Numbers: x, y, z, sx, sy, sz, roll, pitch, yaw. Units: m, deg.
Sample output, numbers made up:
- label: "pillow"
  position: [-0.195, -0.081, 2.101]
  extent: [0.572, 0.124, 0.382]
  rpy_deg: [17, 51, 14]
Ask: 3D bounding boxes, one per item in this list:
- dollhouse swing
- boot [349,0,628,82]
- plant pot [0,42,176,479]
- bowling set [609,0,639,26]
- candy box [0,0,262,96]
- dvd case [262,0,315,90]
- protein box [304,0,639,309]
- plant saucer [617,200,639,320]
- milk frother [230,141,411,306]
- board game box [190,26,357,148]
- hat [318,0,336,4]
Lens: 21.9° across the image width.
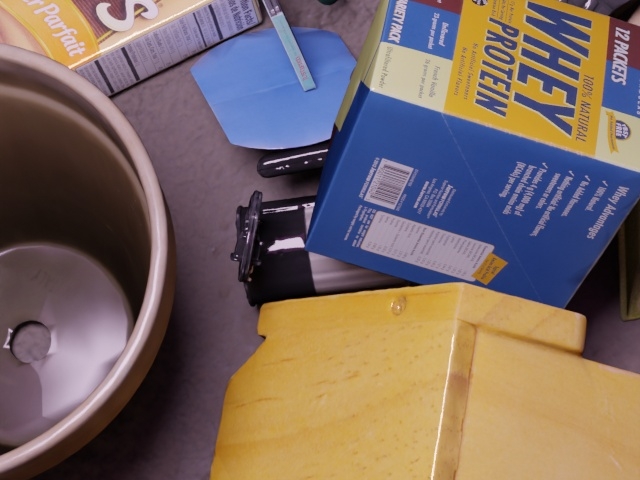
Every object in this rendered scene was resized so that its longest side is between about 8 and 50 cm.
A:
- label: "dollhouse swing"
  position: [0.121, 0.243, 1.275]
  extent: [0.315, 0.305, 0.346]
  rpy_deg: [-8, 68, 47]
- label: "boot"
  position: [0.180, -0.220, 1.344]
  extent: [0.338, 0.222, 0.118]
  rpy_deg: [-32, 109, 21]
- label: "plant pot"
  position: [-0.250, 0.047, 1.253]
  extent: [0.323, 0.280, 0.323]
  rpy_deg: [-2, 74, 6]
- label: "bowling set"
  position: [0.306, -0.125, 1.310]
  extent: [0.154, 0.287, 0.200]
  rpy_deg: [-46, 108, -2]
- label: "candy box"
  position: [-0.232, -0.208, 1.426]
  extent: [0.316, 0.087, 0.183]
  rpy_deg: [-27, 72, -2]
- label: "dvd case"
  position: [-0.037, -0.191, 1.381]
  extent: [0.013, 0.087, 0.119]
  rpy_deg: [-23, 47, 3]
- label: "protein box"
  position: [0.117, -0.069, 1.204]
  extent: [0.201, 0.200, 0.136]
  rpy_deg: [16, 54, -5]
- label: "plant saucer"
  position: [0.315, -0.026, 1.279]
  extent: [0.188, 0.188, 0.045]
  rpy_deg: [-15, 55, 1]
- label: "milk frother"
  position: [0.000, 0.000, 1.307]
  extent: [0.135, 0.129, 0.143]
  rpy_deg: [-8, 29, 4]
- label: "board game box"
  position: [-0.029, -0.119, 1.394]
  extent: [0.133, 0.033, 0.168]
  rpy_deg: [-17, 44, -13]
- label: "hat"
  position: [-0.079, -0.297, 1.416]
  extent: [0.184, 0.173, 0.208]
  rpy_deg: [-2, 70, 18]
